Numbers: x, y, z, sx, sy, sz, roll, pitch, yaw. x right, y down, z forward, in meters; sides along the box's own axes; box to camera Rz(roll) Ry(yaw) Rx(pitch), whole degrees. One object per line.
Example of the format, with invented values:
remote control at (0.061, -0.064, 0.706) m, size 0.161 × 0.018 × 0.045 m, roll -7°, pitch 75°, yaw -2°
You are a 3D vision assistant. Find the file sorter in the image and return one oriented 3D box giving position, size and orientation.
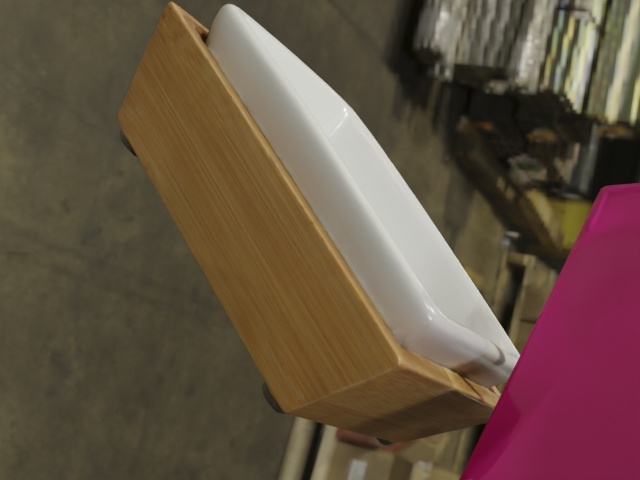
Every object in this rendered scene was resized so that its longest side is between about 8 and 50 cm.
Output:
file sorter at (0.236, 0.121, 0.629) m, size 0.182 × 0.202 × 0.291 m, roll 58°, pitch 48°, yaw -29°

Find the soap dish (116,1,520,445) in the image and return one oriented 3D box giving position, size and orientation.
soap dish at (0.000, 0.000, 0.752) m, size 0.118 × 0.291 × 0.229 m, roll -38°, pitch 153°, yaw 11°
